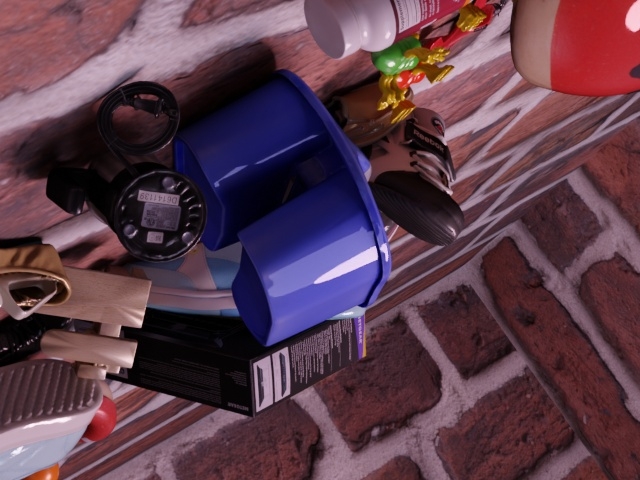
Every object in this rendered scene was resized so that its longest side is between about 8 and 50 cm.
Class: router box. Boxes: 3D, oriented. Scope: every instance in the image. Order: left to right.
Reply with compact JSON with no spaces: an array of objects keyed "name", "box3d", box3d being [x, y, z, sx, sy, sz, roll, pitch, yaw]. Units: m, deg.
[{"name":"router box","box3d":[-0.132,0.128,1.785,0.309,0.081,0.243,10,-160,36]}]

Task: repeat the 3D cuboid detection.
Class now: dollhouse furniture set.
[{"name":"dollhouse furniture set","box3d":[-0.283,0.083,1.560,0.123,0.144,0.151,10,-168,-20]}]

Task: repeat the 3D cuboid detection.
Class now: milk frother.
[{"name":"milk frother","box3d":[-0.166,-0.071,1.213,0.143,0.129,0.135,-63,-154,2]}]

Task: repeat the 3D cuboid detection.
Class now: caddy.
[{"name":"caddy","box3d":[-0.027,-0.035,1.407,0.179,0.241,0.341,-26,169,-12]}]

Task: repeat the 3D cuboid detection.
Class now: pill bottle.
[{"name":"pill bottle","box3d":[0.064,-0.226,1.225,0.152,0.086,0.086,-30,169,-21]}]

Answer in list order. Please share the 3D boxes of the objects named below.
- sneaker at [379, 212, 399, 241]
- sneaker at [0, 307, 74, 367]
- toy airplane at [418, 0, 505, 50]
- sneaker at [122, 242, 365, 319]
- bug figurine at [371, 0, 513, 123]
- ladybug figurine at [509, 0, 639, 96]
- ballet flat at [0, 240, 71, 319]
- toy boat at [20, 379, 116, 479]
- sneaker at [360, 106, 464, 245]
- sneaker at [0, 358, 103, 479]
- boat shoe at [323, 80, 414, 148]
[{"name":"sneaker","box3d":[0.000,0.000,2.066,0.281,0.106,0.162,-35,167,6]},{"name":"sneaker","box3d":[-0.369,0.123,1.576,0.170,0.051,0.089,-34,174,10]},{"name":"toy airplane","box3d":[0.166,-0.252,1.606,0.151,0.028,0.151,-34,169,-8]},{"name":"sneaker","box3d":[-0.099,-0.006,1.689,0.319,0.208,0.127,2,177,2]},{"name":"bug figurine","box3d":[0.141,-0.241,1.437,0.279,0.072,0.216,-44,174,22]},{"name":"ladybug figurine","box3d":[0.319,-0.285,1.316,0.305,0.162,0.449,-50,164,-16]},{"name":"ballet flat","box3d":[-0.317,0.044,1.302,0.080,0.073,0.232,-39,169,24]},{"name":"toy boat","box3d":[-0.367,0.248,1.722,0.151,0.151,0.231,-14,168,39]},{"name":"sneaker","box3d":[0.106,-0.100,1.651,0.146,0.122,0.330,-48,-152,-1]},{"name":"sneaker","box3d":[-0.410,0.233,1.491,0.366,0.135,0.150,0,126,-45]},{"name":"boat shoe","box3d":[0.031,-0.145,1.591,0.190,0.068,0.072,-33,155,-15]}]
